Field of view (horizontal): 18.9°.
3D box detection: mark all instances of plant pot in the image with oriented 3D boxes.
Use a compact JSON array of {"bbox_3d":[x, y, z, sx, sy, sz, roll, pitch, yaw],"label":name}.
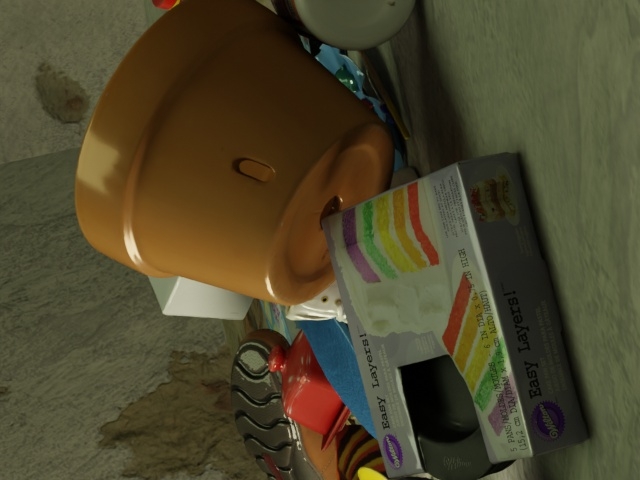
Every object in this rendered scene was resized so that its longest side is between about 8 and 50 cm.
[{"bbox_3d":[-0.065,-0.071,1.849,0.203,0.291,0.291,29,145,25],"label":"plant pot"}]

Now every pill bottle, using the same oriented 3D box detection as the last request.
[{"bbox_3d":[0.013,-0.255,1.902,0.221,0.121,0.121,-138,36,-74],"label":"pill bottle"}]

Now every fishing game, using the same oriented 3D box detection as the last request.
[{"bbox_3d":[0.034,-0.128,2.107,0.189,0.041,0.264,64,166,1],"label":"fishing game"}]

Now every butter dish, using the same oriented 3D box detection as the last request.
[{"bbox_3d":[-0.009,0.164,2.464,0.160,0.118,0.160,113,170,-52],"label":"butter dish"}]

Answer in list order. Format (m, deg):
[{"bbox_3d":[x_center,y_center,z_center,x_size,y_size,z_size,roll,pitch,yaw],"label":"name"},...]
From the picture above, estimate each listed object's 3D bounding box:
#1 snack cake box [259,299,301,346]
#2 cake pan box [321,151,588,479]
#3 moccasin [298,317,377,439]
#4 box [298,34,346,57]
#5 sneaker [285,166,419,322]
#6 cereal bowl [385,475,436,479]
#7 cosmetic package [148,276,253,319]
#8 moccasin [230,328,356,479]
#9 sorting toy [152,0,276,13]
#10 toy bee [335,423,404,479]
[{"bbox_3d":[-0.032,0.086,2.760,0.152,0.089,0.264,87,166,-52],"label":"snack cake box"},{"bbox_3d":[0.114,0.077,1.690,0.245,0.070,0.267,-19,84,61],"label":"cake pan box"},{"bbox_3d":[0.041,0.066,2.193,0.342,0.116,0.138,62,157,14],"label":"moccasin"},{"bbox_3d":[0.002,-0.183,2.313,0.159,0.044,0.233,-134,32,-72],"label":"box"},{"bbox_3d":[0.047,0.083,2.030,0.108,0.169,0.293,-166,62,-78],"label":"sneaker"},{"bbox_3d":[0.148,0.359,1.780,0.339,0.141,0.339,60,172,14],"label":"cereal bowl"},{"bbox_3d":[-0.159,-0.045,2.722,0.224,0.138,0.225,-63,38,31],"label":"cosmetic package"},{"bbox_3d":[-0.009,0.270,2.649,0.139,0.147,0.380,4,130,47],"label":"moccasin"},{"bbox_3d":[-0.128,-0.339,2.386,0.255,0.089,0.257,-64,29,30],"label":"sorting toy"},{"bbox_3d":[0.077,0.379,2.428,0.195,0.162,0.298,67,-151,-71],"label":"toy bee"}]
